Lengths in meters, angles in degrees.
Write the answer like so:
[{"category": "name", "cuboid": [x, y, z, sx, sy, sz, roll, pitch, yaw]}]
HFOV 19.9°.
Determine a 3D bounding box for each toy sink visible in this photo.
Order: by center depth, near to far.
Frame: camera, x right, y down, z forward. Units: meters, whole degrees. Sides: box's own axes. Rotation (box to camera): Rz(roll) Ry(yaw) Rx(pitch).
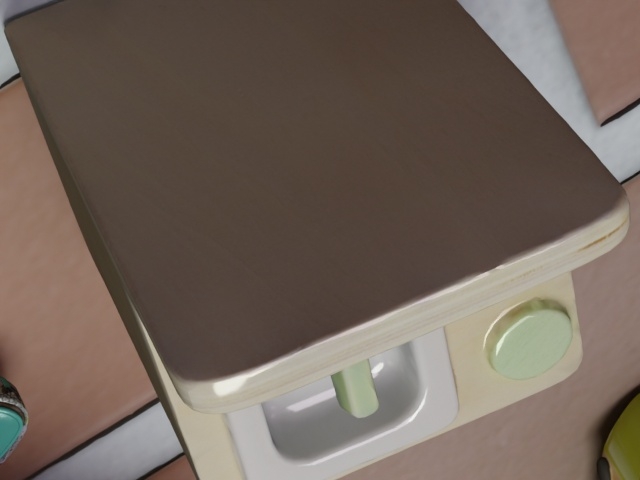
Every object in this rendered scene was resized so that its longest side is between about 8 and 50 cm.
[{"category": "toy sink", "cuboid": [0.000, 0.000, 0.660, 0.152, 0.234, 0.131, -23, 130, -10]}]

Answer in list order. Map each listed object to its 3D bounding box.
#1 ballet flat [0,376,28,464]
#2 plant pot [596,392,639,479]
[{"category": "ballet flat", "cuboid": [-0.165, 0.101, 0.785, 0.041, 0.041, 0.114, 27, 110, -37]}, {"category": "plant pot", "cuboid": [0.264, 0.195, 0.945, 0.207, 0.227, 0.228, -10, 128, -12]}]
